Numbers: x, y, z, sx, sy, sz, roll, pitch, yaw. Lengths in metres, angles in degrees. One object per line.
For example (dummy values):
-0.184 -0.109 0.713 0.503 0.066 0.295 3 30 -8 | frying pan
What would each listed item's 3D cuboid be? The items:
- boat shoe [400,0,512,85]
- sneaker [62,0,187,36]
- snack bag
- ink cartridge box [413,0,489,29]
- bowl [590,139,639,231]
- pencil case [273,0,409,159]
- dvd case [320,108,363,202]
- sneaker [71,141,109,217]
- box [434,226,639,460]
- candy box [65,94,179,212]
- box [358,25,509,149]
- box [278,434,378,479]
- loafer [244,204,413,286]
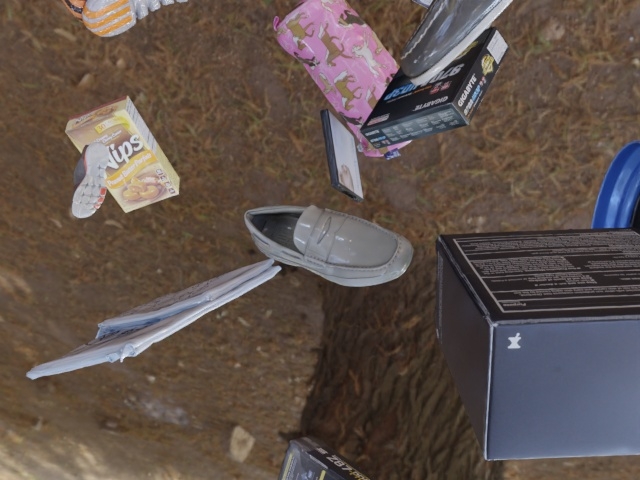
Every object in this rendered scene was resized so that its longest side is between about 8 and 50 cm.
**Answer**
0.168 -0.285 0.493 0.095 0.112 0.335 39 119 -12 | boat shoe
-0.308 -0.493 1.004 0.180 0.321 0.124 48 154 12 | sneaker
-0.280 0.128 0.980 0.323 0.342 0.037 -18 97 37 | snack bag
0.326 -0.585 1.127 0.165 0.065 0.332 33 121 12 | ink cartridge box
0.571 0.020 1.042 0.077 0.391 0.391 5 146 10 | bowl
0.070 -0.360 1.275 0.386 0.167 0.160 51 156 -16 | pencil case
0.056 -0.197 1.425 0.022 0.180 0.253 -11 172 15 | dvd case
-0.475 -0.123 1.197 0.065 0.158 0.061 12 175 42 | sneaker
0.317 0.112 0.743 0.296 0.294 0.182 -2 107 1 | box
-0.565 -0.243 1.707 0.183 0.087 0.316 -19 133 6 | candy box
0.185 -0.248 0.978 0.051 0.175 0.220 42 156 -26 | box
0.011 0.703 1.336 0.318 0.395 0.097 20 -173 37 | box
0.000 0.000 0.968 0.319 0.112 0.111 7 155 39 | loafer
